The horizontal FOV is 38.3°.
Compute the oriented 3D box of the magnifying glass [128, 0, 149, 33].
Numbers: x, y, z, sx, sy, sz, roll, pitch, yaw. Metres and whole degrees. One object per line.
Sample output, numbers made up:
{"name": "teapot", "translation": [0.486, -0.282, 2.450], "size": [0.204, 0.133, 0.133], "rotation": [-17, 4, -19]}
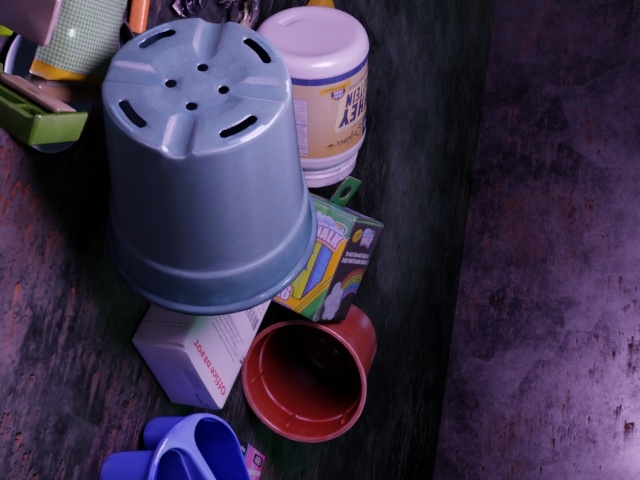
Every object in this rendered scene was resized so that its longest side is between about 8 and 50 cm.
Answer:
{"name": "magnifying glass", "translation": [-0.283, -0.453, 1.494], "size": [0.026, 0.092, 0.231], "rotation": [-21, 123, -67]}

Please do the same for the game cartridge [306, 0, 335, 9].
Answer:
{"name": "game cartridge", "translation": [-0.001, -0.376, 2.175], "size": [0.323, 0.053, 0.285], "rotation": [68, 34, -40]}

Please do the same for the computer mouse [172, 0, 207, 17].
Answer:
{"name": "computer mouse", "translation": [-0.237, -0.543, 1.599], "size": [0.272, 0.072, 0.188], "rotation": [86, 20, -47]}

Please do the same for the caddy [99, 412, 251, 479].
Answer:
{"name": "caddy", "translation": [-0.220, 0.456, 1.568], "size": [0.241, 0.179, 0.341], "rotation": [-40, 120, -51]}

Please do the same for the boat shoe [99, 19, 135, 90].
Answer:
{"name": "boat shoe", "translation": [-0.306, -0.251, 1.470], "size": [0.081, 0.069, 0.227], "rotation": [-64, 148, -40]}

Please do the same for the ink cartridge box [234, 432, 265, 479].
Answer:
{"name": "ink cartridge box", "translation": [-0.216, 0.568, 1.805], "size": [0.176, 0.069, 0.371], "rotation": [56, 46, -54]}

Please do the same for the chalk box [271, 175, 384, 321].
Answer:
{"name": "chalk box", "translation": [0.000, 0.000, 1.887], "size": [0.180, 0.179, 0.289], "rotation": [11, 101, -68]}

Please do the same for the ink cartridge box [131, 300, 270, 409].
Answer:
{"name": "ink cartridge box", "translation": [-0.209, 0.141, 1.690], "size": [0.198, 0.115, 0.273], "rotation": [69, 34, -42]}

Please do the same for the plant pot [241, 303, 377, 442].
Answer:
{"name": "plant pot", "translation": [0.000, 0.263, 2.029], "size": [0.265, 0.272, 0.272], "rotation": [-40, 130, -68]}

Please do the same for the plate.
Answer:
{"name": "plate", "translation": [-0.396, -0.220, 1.330], "size": [0.188, 0.024, 0.188], "rotation": [5, 90, -66]}

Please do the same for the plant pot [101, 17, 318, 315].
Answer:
{"name": "plant pot", "translation": [-0.168, -0.120, 1.354], "size": [0.334, 0.341, 0.341], "rotation": [94, 14, -55]}

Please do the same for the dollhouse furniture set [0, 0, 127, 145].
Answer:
{"name": "dollhouse furniture set", "translation": [-0.313, -0.255, 1.219], "size": [0.301, 0.151, 0.197], "rotation": [-23, 139, -65]}

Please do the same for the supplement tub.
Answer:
{"name": "supplement tub", "translation": [-0.018, -0.288, 1.879], "size": [0.316, 0.228, 0.228], "rotation": [90, 20, -44]}

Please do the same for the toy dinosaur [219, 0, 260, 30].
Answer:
{"name": "toy dinosaur", "translation": [-0.146, -0.451, 1.817], "size": [0.118, 0.064, 0.268], "rotation": [83, 21, -57]}
